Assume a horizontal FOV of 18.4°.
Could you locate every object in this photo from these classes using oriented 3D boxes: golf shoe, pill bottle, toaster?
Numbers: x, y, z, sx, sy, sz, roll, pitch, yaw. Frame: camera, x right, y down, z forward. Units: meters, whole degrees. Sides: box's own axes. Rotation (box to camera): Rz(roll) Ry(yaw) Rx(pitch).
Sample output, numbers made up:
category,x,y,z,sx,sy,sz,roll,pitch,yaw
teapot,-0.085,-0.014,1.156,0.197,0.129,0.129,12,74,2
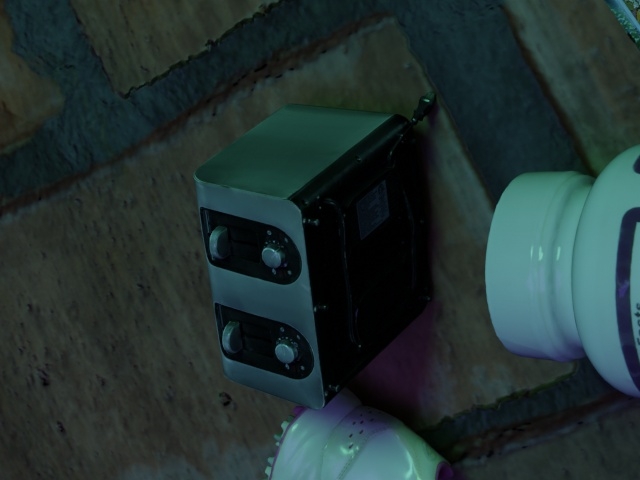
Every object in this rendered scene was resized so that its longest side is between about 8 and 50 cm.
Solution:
category,x,y,z,sx,sy,sz,roll,pitch,yaw
golf shoe,0.018,0.265,1.535,0.140,0.115,0.306,20,120,20
pill bottle,0.264,0.022,1.242,0.302,0.169,0.169,3,111,31
toaster,0.000,0.000,1.403,0.110,0.186,0.168,12,123,30

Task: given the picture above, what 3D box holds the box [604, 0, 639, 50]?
category,x,y,z,sx,sy,sz,roll,pitch,yaw
box,0.285,-0.188,1.217,0.233,0.044,0.159,-35,90,37
